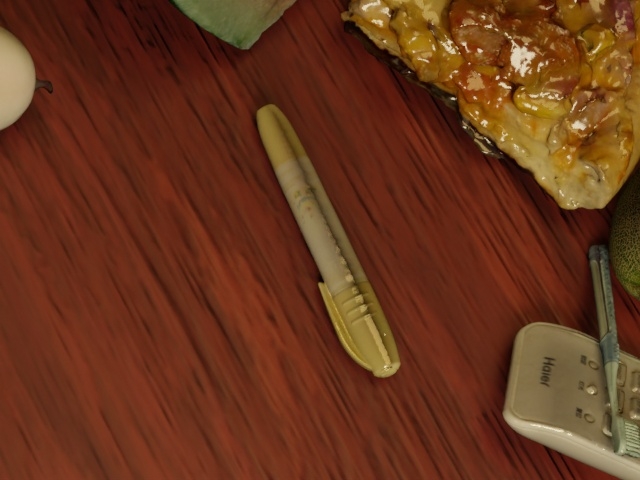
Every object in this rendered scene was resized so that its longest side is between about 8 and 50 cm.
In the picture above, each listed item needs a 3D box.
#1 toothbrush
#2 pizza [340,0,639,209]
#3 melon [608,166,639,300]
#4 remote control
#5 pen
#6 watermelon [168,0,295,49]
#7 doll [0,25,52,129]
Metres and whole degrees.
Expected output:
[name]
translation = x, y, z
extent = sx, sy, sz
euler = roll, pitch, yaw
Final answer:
[toothbrush]
translation = 0.218, 0.078, 1.286
extent = 0.019, 0.016, 0.219
euler = 16, 39, -12
[pizza]
translation = 0.153, -0.214, 1.403
extent = 0.278, 0.114, 0.409
euler = 3, 63, -19
[melon]
translation = 0.281, -0.019, 1.349
extent = 0.099, 0.099, 0.162
euler = 31, 55, 0
[remote control]
translation = 0.279, 0.164, 1.291
extent = 0.313, 0.055, 0.109
euler = 24, 40, -6
[pen]
translation = 0.000, 0.000, 1.304
extent = 0.040, 0.032, 0.233
euler = -26, 72, 0
[watermelon]
translation = -0.094, -0.297, 1.347
extent = 0.302, 0.151, 0.264
euler = -28, 70, -26
[doll]
translation = -0.323, -0.173, 1.247
extent = 0.208, 0.144, 0.271
euler = -14, 72, -42
